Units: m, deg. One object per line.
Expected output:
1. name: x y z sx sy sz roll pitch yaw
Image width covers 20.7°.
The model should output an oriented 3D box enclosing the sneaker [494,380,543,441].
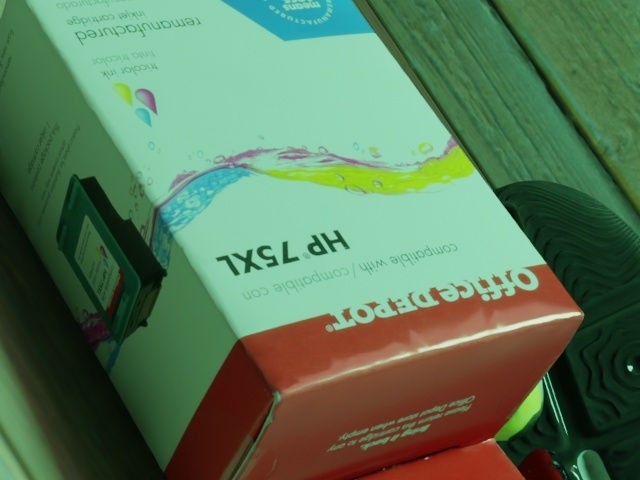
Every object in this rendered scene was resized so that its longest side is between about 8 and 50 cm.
1. sneaker: 0.044 0.037 1.014 0.208 0.081 0.094 46 8 13

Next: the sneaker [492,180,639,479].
1. sneaker: 0.202 0.183 1.153 0.257 0.169 0.447 50 15 -82

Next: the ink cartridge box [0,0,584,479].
1. ink cartridge box: -0.008 0.009 0.600 0.134 0.078 0.231 -13 56 -37

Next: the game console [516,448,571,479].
1. game console: 0.129 0.197 0.868 0.085 0.124 0.144 18 29 -30
